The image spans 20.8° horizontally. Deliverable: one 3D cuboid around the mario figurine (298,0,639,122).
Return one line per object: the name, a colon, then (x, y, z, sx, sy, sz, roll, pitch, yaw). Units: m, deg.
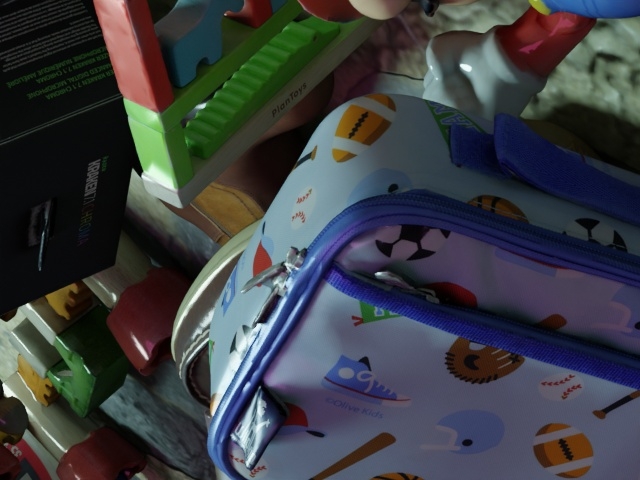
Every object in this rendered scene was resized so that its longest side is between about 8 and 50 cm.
mario figurine: (0.101, -0.127, 0.788, 0.320, 0.170, 0.198, 13, 105, 32)

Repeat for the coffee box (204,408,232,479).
coffee box: (0.000, 0.212, 1.416, 0.141, 0.098, 0.246, 29, 147, 26)

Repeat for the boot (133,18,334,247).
boot: (0.000, 0.000, 1.159, 0.280, 0.096, 0.264, 51, 147, -14)

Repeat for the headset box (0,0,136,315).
headset box: (-0.243, -0.108, 1.205, 0.283, 0.131, 0.246, 56, 155, 19)

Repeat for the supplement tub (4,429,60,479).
supplement tub: (-0.422, 0.291, 1.863, 0.191, 0.272, 0.191, 31, 147, 22)

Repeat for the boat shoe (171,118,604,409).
boat shoe: (0.025, 0.049, 1.052, 0.342, 0.123, 0.123, -25, 127, 37)

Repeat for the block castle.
block castle: (-0.264, 0.188, 1.517, 0.213, 0.303, 0.453, 46, 151, 10)

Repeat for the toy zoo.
toy zoo: (-0.045, -0.180, 0.888, 0.030, 0.192, 0.293, 26, 146, 30)

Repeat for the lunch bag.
lunch bag: (0.096, 0.055, 0.884, 0.303, 0.115, 0.243, 17, 133, -18)
